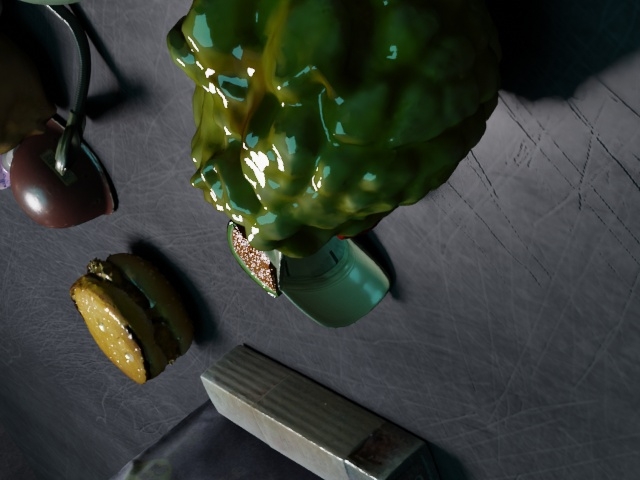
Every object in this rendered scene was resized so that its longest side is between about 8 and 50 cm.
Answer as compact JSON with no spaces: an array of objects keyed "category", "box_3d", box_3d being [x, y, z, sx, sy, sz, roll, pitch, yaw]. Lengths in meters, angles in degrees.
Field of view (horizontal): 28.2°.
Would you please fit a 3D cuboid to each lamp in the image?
[{"category":"lamp","box_3d":[-0.347,-0.235,1.539,0.283,0.124,0.203,55,176,-14]}]

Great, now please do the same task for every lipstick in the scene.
[{"category":"lipstick","box_3d":[-0.010,0.231,1.583,0.371,0.080,0.076,23,143,48]}]

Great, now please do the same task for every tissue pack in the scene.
[{"category":"tissue pack","box_3d":[-0.118,0.412,1.761,0.394,0.288,0.124,29,146,42]}]

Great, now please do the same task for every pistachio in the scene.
[{"category":"pistachio","box_3d":[-0.479,-0.216,1.673,0.260,0.163,0.212,35,-166,34]}]

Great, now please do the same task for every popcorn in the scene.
[{"category":"popcorn","box_3d":[0.007,-0.119,0.921,0.270,0.224,0.258,41,145,42]}]

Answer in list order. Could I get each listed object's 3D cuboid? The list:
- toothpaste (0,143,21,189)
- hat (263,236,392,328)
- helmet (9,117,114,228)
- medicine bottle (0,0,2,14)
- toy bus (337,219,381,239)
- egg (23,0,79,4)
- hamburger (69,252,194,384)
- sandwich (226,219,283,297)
[{"category":"toothpaste","box_3d":[-0.512,-0.104,2.016,0.048,0.075,0.301,35,157,-18]},{"category":"hat","box_3d":[0.003,0.005,1.287,0.166,0.081,0.122,39,116,-5]},{"category":"helmet","box_3d":[-0.377,-0.086,1.765,0.175,0.106,0.155,57,155,-1]},{"category":"medicine bottle","box_3d":[-0.486,-0.367,1.540,0.133,0.133,0.250,32,150,37]},{"category":"toy bus","box_3d":[-0.014,-0.090,1.164,0.195,0.081,0.089,44,145,19]},{"category":"egg","box_3d":[-0.228,-0.310,1.084,0.203,0.203,0.282,55,155,-6]},{"category":"hamburger","box_3d":[-0.268,0.099,1.804,0.191,0.118,0.182,38,149,20]},{"category":"sandwich","box_3d":[-0.070,0.020,1.469,0.101,0.026,0.069,43,150,12]}]
